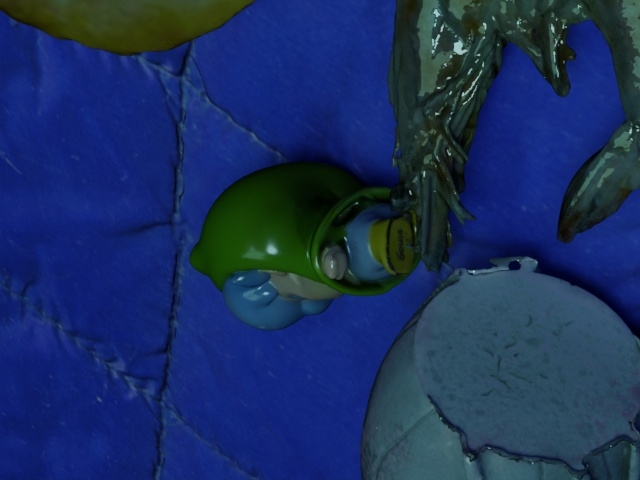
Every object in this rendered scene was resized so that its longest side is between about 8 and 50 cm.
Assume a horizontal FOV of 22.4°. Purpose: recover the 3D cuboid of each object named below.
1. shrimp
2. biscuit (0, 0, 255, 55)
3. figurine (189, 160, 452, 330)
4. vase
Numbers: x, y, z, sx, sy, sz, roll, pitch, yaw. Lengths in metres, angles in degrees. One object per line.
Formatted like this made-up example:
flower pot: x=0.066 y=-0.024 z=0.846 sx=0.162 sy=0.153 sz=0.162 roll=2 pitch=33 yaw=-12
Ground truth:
shrimp: x=0.149 y=-0.108 z=1.189 sx=0.247 sy=0.085 sz=0.360 roll=37 pitch=127 yaw=23
biscuit: x=-0.177 y=-0.346 z=1.259 sx=0.429 sy=0.104 sz=0.446 roll=35 pitch=131 yaw=-10
figurine: x=0.000 y=0.000 z=1.404 sx=0.263 sy=0.162 sz=0.143 roll=-5 pitch=109 yaw=51
vase: x=0.134 y=0.224 z=1.394 sx=0.250 sy=0.250 sz=0.445 roll=38 pitch=146 yaw=20
